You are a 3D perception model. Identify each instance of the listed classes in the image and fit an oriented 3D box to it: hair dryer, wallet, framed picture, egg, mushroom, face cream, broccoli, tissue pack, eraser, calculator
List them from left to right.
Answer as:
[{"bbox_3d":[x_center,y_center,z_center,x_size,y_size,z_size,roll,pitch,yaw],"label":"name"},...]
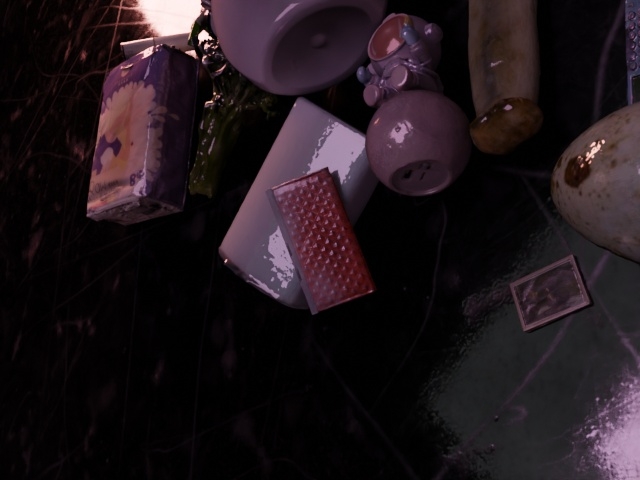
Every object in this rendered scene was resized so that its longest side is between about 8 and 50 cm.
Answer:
[{"bbox_3d":[-0.373,-0.211,1.573,0.242,0.125,0.343,-10,71,44],"label":"tissue pack"},{"bbox_3d":[-0.361,-0.405,1.680,0.183,0.155,0.044,125,133,-77],"label":"hair dryer"},{"bbox_3d":[-0.184,-0.220,1.387,0.165,0.146,0.304,43,120,50],"label":"broccoli"},{"bbox_3d":[-0.040,-0.418,1.219,0.313,0.219,0.356,-34,48,20],"label":"face cream"},{"bbox_3d":[-0.029,-0.058,1.167,0.189,0.104,0.290,38,104,39],"label":"eraser"},{"bbox_3d":[0.000,0.000,1.086,0.103,0.020,0.196,-22,91,14],"label":"wallet"},{"bbox_3d":[0.242,-0.257,0.980,0.100,0.081,0.312,-15,61,39],"label":"mushroom"},{"bbox_3d":[0.270,0.063,0.884,0.089,0.007,0.066,-32,55,35],"label":"framed picture"},{"bbox_3d":[0.380,-0.212,0.861,0.057,0.018,0.171,-9,71,46],"label":"calculator"},{"bbox_3d":[0.333,-0.058,0.744,0.231,0.169,0.169,4,79,56],"label":"egg"}]

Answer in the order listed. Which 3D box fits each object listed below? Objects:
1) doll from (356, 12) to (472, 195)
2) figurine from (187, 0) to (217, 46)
[{"bbox_3d":[0.128,-0.202,1.041,0.151,0.151,0.287,-29,50,37],"label":"doll"},{"bbox_3d":[-0.181,-0.426,1.448,0.192,0.147,0.126,28,111,60],"label":"figurine"}]
